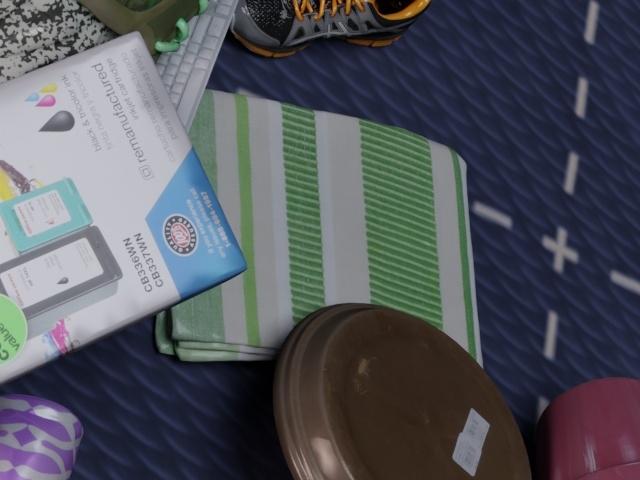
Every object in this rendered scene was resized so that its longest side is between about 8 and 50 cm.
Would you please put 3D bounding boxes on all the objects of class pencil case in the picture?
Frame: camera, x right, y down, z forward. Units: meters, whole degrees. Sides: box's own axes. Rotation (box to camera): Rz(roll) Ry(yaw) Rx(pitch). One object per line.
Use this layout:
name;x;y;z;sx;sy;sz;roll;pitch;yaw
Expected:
pencil case;-0.245;0.212;1.474;0.088;0.086;0.206;11;62;5

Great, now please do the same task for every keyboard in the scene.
keyboard;-0.124;-0.165;1.692;0.072;0.014;0.256;12;61;11

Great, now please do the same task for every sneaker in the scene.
sneaker;-0.156;-0.212;1.653;0.410;0.158;0.182;-17;111;-30
sneaker;0.008;-0.220;1.785;0.215;0.083;0.084;-9;82;-35

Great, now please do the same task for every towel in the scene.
towel;0.000;0.000;1.740;0.325;0.038;0.247;8;69;-30

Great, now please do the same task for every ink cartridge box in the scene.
ink cartridge box;-0.237;0.001;1.445;0.270;0.197;0.198;-26;91;-25

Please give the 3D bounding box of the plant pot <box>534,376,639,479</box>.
plant pot;0.272;0.230;1.750;0.201;0.201;0.180;23;37;-27

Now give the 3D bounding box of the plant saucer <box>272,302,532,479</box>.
plant saucer;0.079;0.168;1.633;0.278;0.041;0.277;28;42;-29
